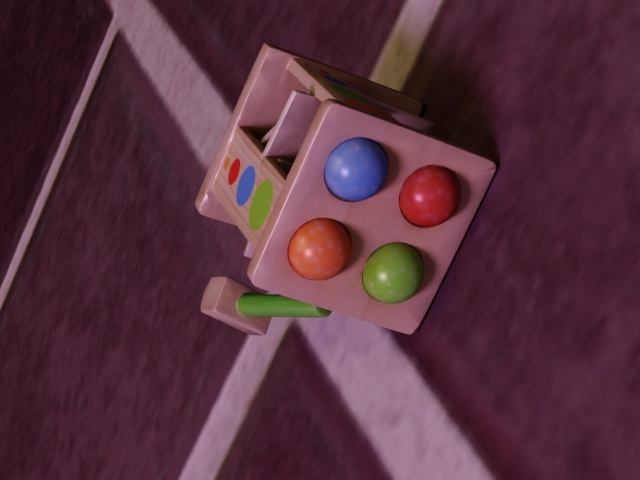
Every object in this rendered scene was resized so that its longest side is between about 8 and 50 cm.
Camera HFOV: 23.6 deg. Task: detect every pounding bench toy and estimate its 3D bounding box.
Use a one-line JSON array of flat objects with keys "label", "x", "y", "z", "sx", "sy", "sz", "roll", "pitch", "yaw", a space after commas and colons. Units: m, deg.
[{"label": "pounding bench toy", "x": 0.000, "y": 0.000, "z": 0.419, "sx": 0.083, "sy": 0.052, "sz": 0.065, "roll": -65, "pitch": 26, "yaw": 14}]
